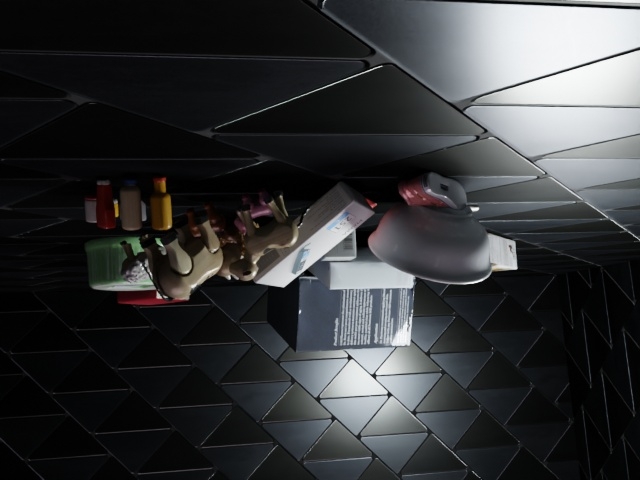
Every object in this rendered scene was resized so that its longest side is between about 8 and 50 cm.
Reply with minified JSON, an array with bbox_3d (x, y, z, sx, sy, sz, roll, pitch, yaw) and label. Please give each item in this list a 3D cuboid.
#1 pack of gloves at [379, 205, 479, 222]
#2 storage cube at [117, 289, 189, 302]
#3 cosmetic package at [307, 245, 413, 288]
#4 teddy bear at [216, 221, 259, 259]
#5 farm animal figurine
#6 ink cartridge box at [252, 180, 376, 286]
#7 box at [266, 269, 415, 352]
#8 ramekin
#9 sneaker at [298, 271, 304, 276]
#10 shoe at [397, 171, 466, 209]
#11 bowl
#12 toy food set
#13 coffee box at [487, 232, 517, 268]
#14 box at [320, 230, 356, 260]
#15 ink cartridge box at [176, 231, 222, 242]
[{"bbox_3d":[0.304,-0.055,1.553,0.232,0.046,0.195,-1,170,-8],"label":"pack of gloves"},{"bbox_3d":[-0.636,0.145,2.091,0.193,0.183,0.215,-9,168,26],"label":"storage cube"},{"bbox_3d":[0.124,0.088,1.922,0.284,0.097,0.377,2,-173,-13],"label":"cosmetic package"},{"bbox_3d":[-0.206,0.011,1.550,0.338,0.113,0.245,-15,152,16],"label":"teddy bear"},{"bbox_3d":[-0.221,0.025,1.155,0.327,0.172,0.330,-31,-161,-34],"label":"farm animal figurine"},{"bbox_3d":[0.000,0.000,1.307,0.296,0.066,0.261,-39,159,15],"label":"ink cartridge box"},{"bbox_3d":[0.063,0.245,2.236,0.472,0.297,0.480,3,-175,-18],"label":"box"},{"bbox_3d":[-0.627,0.085,1.825,0.303,0.148,0.303,-2,171,0],"label":"ramekin"},{"bbox_3d":[-0.122,0.048,1.752,0.130,0.147,0.330,3,170,-31],"label":"sneaker"},{"bbox_3d":[0.247,-0.104,1.199,0.081,0.063,0.178,-9,163,41],"label":"shoe"},{"bbox_3d":[0.270,-0.025,1.284,0.298,0.134,0.298,9,-158,-4],"label":"bowl"},{"bbox_3d":[-0.409,-0.085,1.122,0.232,0.104,0.111,13,-163,41],"label":"toy food set"},{"bbox_3d":[0.602,0.051,2.044,0.168,0.118,0.297,-9,169,38],"label":"coffee box"},{"bbox_3d":[0.052,0.010,1.701,0.102,0.101,0.087,-1,171,-10],"label":"box"},{"bbox_3d":[-0.325,-0.001,1.687,0.208,0.045,0.206,-11,169,13],"label":"ink cartridge box"}]
